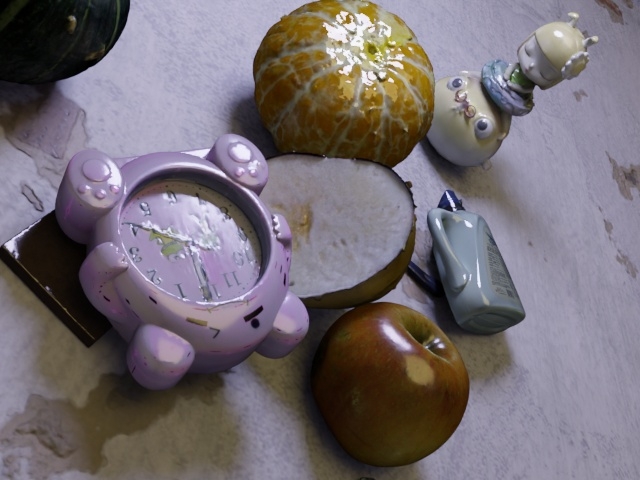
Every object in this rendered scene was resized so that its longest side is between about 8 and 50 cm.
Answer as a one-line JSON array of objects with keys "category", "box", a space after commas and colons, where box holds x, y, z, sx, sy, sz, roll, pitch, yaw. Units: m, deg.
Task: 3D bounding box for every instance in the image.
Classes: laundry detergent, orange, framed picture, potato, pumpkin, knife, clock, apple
[{"category": "laundry detergent", "box": [0.269, 0.027, 1.643, 0.215, 0.105, 0.280, 18, 49, -54]}, {"category": "orange", "box": [0.041, -0.260, 1.541, 0.329, 0.249, 0.329, 5, 69, -14]}, {"category": "framed picture", "box": [-0.320, 0.042, 1.165, 0.168, 0.023, 0.128, 47, 39, -4]}, {"category": "potato", "box": [0.000, 0.000, 1.371, 0.300, 0.196, 0.246, 4, 70, 9]}, {"category": "pumpkin", "box": [-0.414, -0.371, 1.217, 0.323, 0.241, 0.323, 35, 38, -33]}, {"category": "knife", "box": [0.183, 0.063, 1.621, 0.121, 0.018, 0.031, 42, 43, -10]}, {"category": "clock", "box": [-0.173, 0.021, 1.174, 0.296, 0.113, 0.322, -11, 66, -33]}, {"category": "apple", "box": [0.097, 0.215, 1.302, 0.237, 0.207, 0.237, 34, 23, -17]}]

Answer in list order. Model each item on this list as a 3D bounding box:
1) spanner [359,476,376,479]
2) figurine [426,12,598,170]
[{"category": "spanner", "box": [0.169, 0.429, 1.323, 0.302, 0.017, 0.071, 29, 44, -23]}, {"category": "figurine", "box": [0.398, -0.319, 1.828, 0.274, 0.394, 0.226, -20, 74, -52]}]
